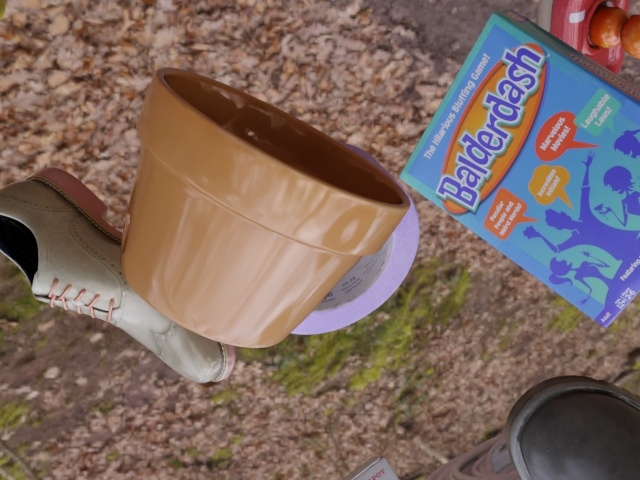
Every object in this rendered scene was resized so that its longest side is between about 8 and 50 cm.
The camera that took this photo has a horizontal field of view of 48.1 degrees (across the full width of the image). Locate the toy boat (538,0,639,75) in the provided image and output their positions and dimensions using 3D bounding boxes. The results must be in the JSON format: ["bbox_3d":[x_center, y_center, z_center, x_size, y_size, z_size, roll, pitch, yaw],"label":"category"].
[{"bbox_3d":[0.370,-0.272,0.908,0.151,0.231,0.151,-33,-139,-29],"label":"toy boat"}]

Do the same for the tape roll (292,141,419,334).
[{"bbox_3d":[0.000,0.000,1.026,0.275,0.274,0.090,8,-152,-29],"label":"tape roll"}]

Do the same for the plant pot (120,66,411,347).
[{"bbox_3d":[-0.079,-0.024,0.758,0.291,0.203,0.291,27,-165,-8],"label":"plant pot"}]

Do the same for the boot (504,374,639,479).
[{"bbox_3d":[0.156,0.140,0.233,0.190,0.076,0.208,41,-172,-1],"label":"boot"}]

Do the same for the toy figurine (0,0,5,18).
[{"bbox_3d":[-0.267,-0.250,0.485,0.213,0.209,0.148,18,131,-2],"label":"toy figurine"}]

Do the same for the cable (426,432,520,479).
[{"bbox_3d":[0.236,0.240,0.717,0.257,0.089,0.257,-16,172,-36],"label":"cable"}]

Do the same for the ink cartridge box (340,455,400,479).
[{"bbox_3d":[0.069,0.339,0.873,0.089,0.122,0.052,-30,174,-20],"label":"ink cartridge box"}]

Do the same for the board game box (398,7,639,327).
[{"bbox_3d":[0.186,-0.057,0.562,0.210,0.160,0.047,38,-145,16],"label":"board game box"}]

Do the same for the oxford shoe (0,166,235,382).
[{"bbox_3d":[-0.284,0.065,0.921,0.397,0.140,0.146,35,-143,16],"label":"oxford shoe"}]
